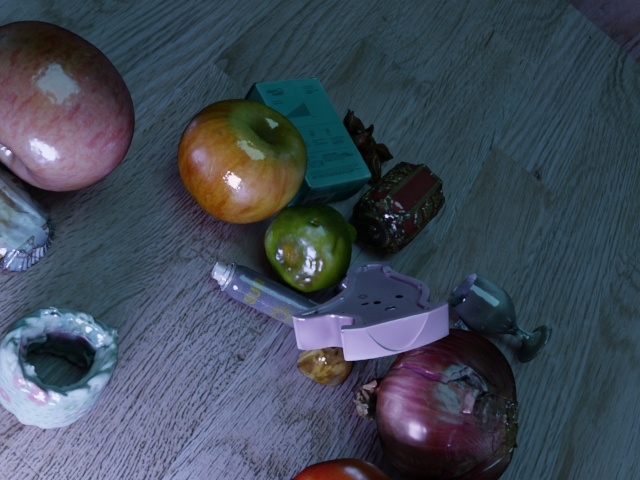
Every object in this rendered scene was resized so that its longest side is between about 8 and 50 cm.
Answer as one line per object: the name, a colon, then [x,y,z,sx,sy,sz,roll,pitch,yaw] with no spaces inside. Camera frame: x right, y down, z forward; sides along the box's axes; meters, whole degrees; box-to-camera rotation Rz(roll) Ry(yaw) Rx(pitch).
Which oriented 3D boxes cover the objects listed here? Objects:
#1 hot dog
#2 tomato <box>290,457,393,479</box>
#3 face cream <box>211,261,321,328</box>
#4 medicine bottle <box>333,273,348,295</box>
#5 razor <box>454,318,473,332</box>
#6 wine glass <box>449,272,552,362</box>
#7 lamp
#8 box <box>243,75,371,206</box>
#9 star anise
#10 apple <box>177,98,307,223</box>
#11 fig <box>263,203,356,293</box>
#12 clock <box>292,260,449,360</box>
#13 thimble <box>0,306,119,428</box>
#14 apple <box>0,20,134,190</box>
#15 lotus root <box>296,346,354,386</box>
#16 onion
hot dog: [-0.632,-0.060,1.617,0.270,0.082,0.163,43,55,-10]
tomato: [0.041,0.549,1.525,0.226,0.298,0.299,58,31,-45]
face cream: [-0.103,0.125,1.825,0.283,0.073,0.073,28,49,-13]
medicine bottle: [0.104,0.133,1.945,0.140,0.079,0.079,43,47,0]
razor: [0.307,0.269,2.012,0.084,0.036,0.211,47,47,7]
wine glass: [0.439,0.189,2.090,0.241,0.126,0.126,37,48,-6]
lamp: [0.195,-0.084,2.094,0.177,0.177,0.274,46,45,3]
box: [-0.040,-0.239,2.079,0.205,0.118,0.311,-14,69,-40]
star anise: [0.110,-0.237,2.179,0.196,0.111,0.212,41,13,-27]
apple: [-0.172,-0.172,1.869,0.286,0.233,0.286,22,43,-21]
fig: [0.000,0.000,1.920,0.206,0.206,0.275,50,34,7]
clock: [0.079,0.147,1.755,0.290,0.080,0.275,-13,24,-16]
thimble: [-0.457,0.219,1.491,0.211,0.149,0.185,-19,70,-38]
apple: [-0.535,-0.246,1.642,0.344,0.345,0.269,34,47,-8]
lotus root: [0.037,0.250,1.809,0.159,0.135,0.095,-18,72,-25]
onion: [0.265,0.361,1.744,0.353,0.353,0.354,16,53,-23]
